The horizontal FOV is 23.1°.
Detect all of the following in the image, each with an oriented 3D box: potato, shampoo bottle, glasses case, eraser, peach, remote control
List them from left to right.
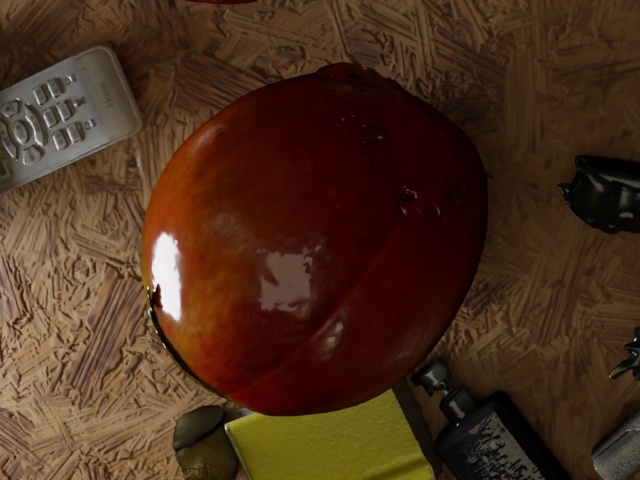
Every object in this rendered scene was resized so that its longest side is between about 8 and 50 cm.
[{"bbox_3d":[-0.348,-0.122,1.823,0.313,0.055,0.109,-22,93,23],"label":"remote control"},{"bbox_3d":[-0.126,0.260,1.856,0.066,0.096,0.103,-19,112,10],"label":"potato"},{"bbox_3d":[0.000,0.000,1.609,0.370,0.370,0.370,4,106,13],"label":"peach"},{"bbox_3d":[0.016,0.240,1.819,0.226,0.069,0.158,-22,100,19],"label":"eraser"},{"bbox_3d":[0.215,0.264,1.774,0.098,0.071,0.309,-37,94,21],"label":"shampoo bottle"},{"bbox_3d":[0.386,0.186,1.712,0.047,0.071,0.205,47,111,2],"label":"glasses case"}]

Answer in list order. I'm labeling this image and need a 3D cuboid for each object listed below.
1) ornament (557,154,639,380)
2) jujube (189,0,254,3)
[{"bbox_3d":[0.339,0.039,1.678,0.202,0.080,0.236,11,107,7],"label":"ornament"},{"bbox_3d":[-0.148,-0.345,1.626,0.318,0.223,0.223,-1,105,24],"label":"jujube"}]
